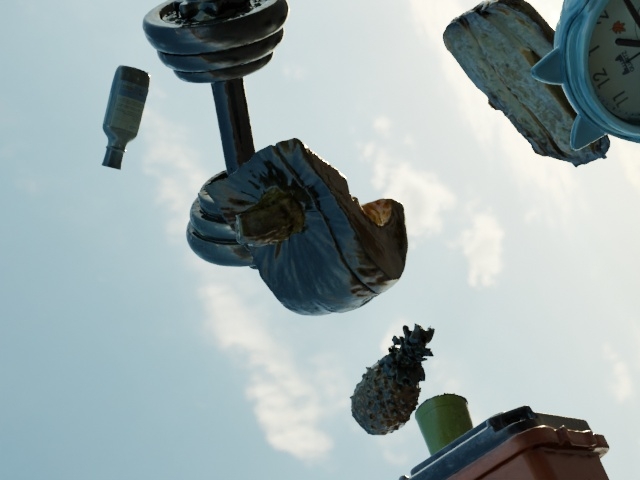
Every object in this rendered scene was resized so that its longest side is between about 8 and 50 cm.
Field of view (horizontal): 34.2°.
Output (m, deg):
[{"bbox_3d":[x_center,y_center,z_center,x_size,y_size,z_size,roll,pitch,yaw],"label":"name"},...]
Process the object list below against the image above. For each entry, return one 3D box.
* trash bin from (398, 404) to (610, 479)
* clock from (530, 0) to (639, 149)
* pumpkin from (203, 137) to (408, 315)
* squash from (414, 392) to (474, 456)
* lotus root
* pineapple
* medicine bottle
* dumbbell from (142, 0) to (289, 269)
[{"bbox_3d":[0.187,0.266,0.822,0.184,0.161,0.239,17,-140,-53],"label":"trash bin"},{"bbox_3d":[0.366,-0.226,1.166,0.224,0.274,0.094,57,-177,-23],"label":"clock"},{"bbox_3d":[-0.003,0.002,1.039,0.248,0.131,0.126,22,-119,-52],"label":"pumpkin"},{"bbox_3d":[0.211,0.357,1.674,0.094,0.094,0.224,46,-155,-38],"label":"squash"},{"bbox_3d":[0.322,-0.237,1.517,0.329,0.167,0.078,46,-123,-30],"label":"lotus root"},{"bbox_3d":[0.118,0.208,1.595,0.108,0.198,0.108,18,-147,-12],"label":"pineapple"},{"bbox_3d":[-0.402,-0.249,2.119,0.090,0.053,0.209,12,-88,-62],"label":"medicine bottle"},{"bbox_3d":[-0.106,-0.142,1.293,0.179,0.179,0.406,-62,-32,-55],"label":"dumbbell"}]
